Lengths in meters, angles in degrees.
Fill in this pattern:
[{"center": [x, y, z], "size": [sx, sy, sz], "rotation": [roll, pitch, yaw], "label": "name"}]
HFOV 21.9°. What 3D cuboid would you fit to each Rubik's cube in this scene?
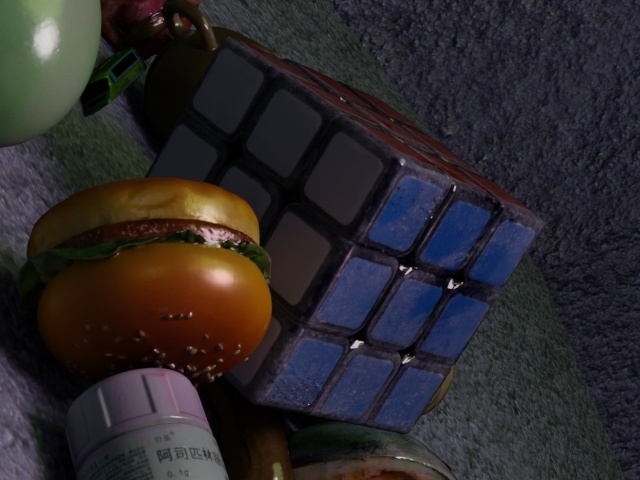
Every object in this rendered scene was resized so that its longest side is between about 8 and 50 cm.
[{"center": [0.000, 0.000, 1.813], "size": [0.305, 0.301, 0.304], "rotation": [20, 16, -50], "label": "Rubik's cube"}]

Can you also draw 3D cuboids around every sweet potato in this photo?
[{"center": [-0.085, 0.232, 1.783], "size": [0.112, 0.085, 0.286], "rotation": [9, 55, -31], "label": "sweet potato"}]

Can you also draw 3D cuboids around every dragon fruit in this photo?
[{"center": [-0.256, -0.368, 2.294], "size": [0.282, 0.147, 0.211], "rotation": [46, 19, -46], "label": "dragon fruit"}]

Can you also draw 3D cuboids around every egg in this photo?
[{"center": [-0.320, -0.214, 1.590], "size": [0.220, 0.220, 0.269], "rotation": [38, 26, -55], "label": "egg"}]

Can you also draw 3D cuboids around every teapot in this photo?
[{"center": [-0.161, -0.211, 2.232], "size": [0.175, 0.185, 0.267], "rotation": [29, -36, 41], "label": "teapot"}]

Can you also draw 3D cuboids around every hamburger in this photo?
[{"center": [-0.162, 0.057, 1.555], "size": [0.246, 0.246, 0.170], "rotation": [35, 38, -58], "label": "hamburger"}]

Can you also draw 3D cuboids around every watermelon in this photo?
[{"center": [0.101, 0.306, 2.014], "size": [0.322, 0.175, 0.188], "rotation": [58, 13, -33], "label": "watermelon"}]

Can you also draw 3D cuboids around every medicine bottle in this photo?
[{"center": [-0.150, 0.214, 1.467], "size": [0.135, 0.135, 0.168], "rotation": [39, 23, -53], "label": "medicine bottle"}]

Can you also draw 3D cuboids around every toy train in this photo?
[{"center": [-0.270, -0.207, 2.112], "size": [0.042, 0.044, 0.209], "rotation": [56, 14, -11], "label": "toy train"}]

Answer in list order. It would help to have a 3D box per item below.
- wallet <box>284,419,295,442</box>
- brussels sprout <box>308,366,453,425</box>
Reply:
[{"center": [-0.114, 0.140, 1.953], "size": [0.285, 0.030, 0.146], "rotation": [58, 16, 3], "label": "wallet"}, {"center": [0.047, 0.112, 2.102], "size": [0.316, 0.243, 0.273], "rotation": [121, -40, -71], "label": "brussels sprout"}]
